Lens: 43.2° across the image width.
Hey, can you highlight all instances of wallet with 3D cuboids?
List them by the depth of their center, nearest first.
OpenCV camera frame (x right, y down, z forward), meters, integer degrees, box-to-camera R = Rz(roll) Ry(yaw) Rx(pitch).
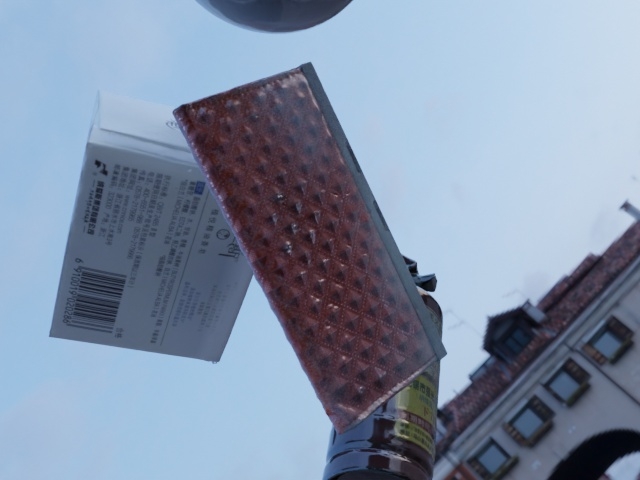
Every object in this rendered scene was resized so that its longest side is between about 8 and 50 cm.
[{"bbox_3d":[0.000,0.000,0.458,0.103,0.196,0.020,-29,5,-43],"label":"wallet"}]

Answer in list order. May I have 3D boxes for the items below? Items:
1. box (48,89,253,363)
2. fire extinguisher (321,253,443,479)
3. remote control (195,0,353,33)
[{"bbox_3d":[-0.175,-0.007,0.901,0.203,0.116,0.274,10,-53,-17],"label":"box"},{"bbox_3d":[0.040,0.079,0.617,0.075,0.106,0.252,104,178,-47],"label":"fire extinguisher"},{"bbox_3d":[-0.012,-0.333,0.767,0.221,0.103,0.332,34,-54,-28],"label":"remote control"}]
